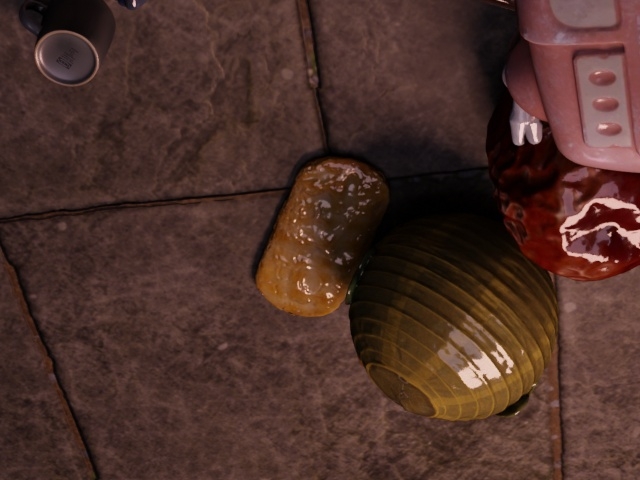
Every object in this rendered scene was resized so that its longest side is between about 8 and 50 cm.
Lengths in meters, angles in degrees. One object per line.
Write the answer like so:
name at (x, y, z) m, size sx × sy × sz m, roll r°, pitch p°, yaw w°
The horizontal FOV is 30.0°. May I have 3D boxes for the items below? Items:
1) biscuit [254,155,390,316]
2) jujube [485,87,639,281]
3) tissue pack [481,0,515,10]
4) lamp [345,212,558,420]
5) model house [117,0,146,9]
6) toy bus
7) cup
biscuit at (0.000, 0.000, 1.441) m, size 0.118 × 0.029 × 0.247 m, roll 16°, pitch 127°, yaw -10°
jujube at (0.270, -0.082, 1.238) m, size 0.213 × 0.232 × 0.213 m, roll 0°, pitch 130°, yaw 0°
tissue pack at (0.238, -0.313, 1.077) m, size 0.370 × 0.210 × 0.198 m, roll 14°, pitch 120°, yaw -8°
lamp at (0.164, 0.065, 1.378) m, size 0.250 × 0.284 × 0.250 m, roll 32°, pitch 160°, yaw 13°
model house at (-0.207, -0.313, 1.108) m, size 0.183 × 0.172 × 0.166 m, roll 4°, pitch 130°, yaw 0°
toy bus at (0.248, -0.188, 0.933) m, size 0.232 × 0.197 × 0.294 m, roll -5°, pitch 127°, yaw 17°
cup at (-0.269, -0.214, 1.249) m, size 0.100 × 0.077 × 0.078 m, roll 25°, pitch 125°, yaw -16°
